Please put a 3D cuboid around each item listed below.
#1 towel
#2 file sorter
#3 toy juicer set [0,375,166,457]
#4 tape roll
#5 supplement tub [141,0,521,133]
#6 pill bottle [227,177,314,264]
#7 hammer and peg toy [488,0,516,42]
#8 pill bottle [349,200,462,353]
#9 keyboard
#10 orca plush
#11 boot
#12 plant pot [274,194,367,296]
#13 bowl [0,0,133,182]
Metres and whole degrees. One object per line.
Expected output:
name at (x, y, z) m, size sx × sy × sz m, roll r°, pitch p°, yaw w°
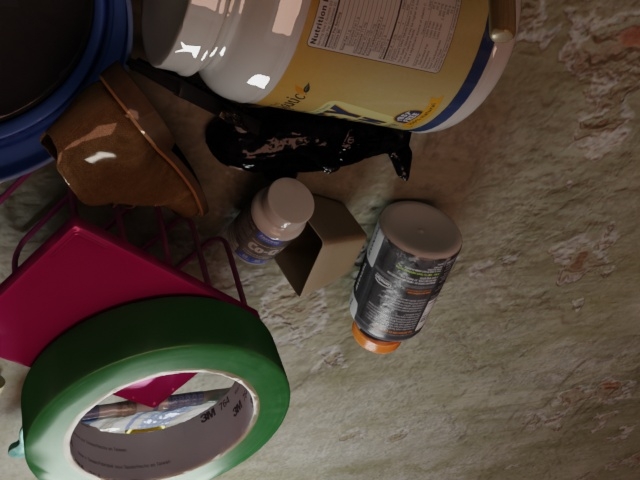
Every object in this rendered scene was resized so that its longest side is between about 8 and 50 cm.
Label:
towel at (-0.259, 0.259, 1.081) m, size 0.284 × 0.034 × 0.209 m, roll -2°, pitch 161°, yaw -28°
file sorter at (-0.261, 0.045, 0.911) m, size 0.202 × 0.182 × 0.290 m, roll -39°, pitch 137°, yaw 16°
toy juicer set at (-0.409, 0.274, 1.152) m, size 0.328 × 0.090 × 0.209 m, roll -5°, pitch 135°, yaw -19°
tape roll at (-0.200, 0.205, 0.910) m, size 0.321 × 0.077 × 0.321 m, roll -14°, pitch 138°, yaw -13°
supplement tub at (0.006, -0.235, 0.705) m, size 0.316 × 0.228 × 0.228 m, roll 5°, pitch 131°, yaw -27°
pill bottle at (-0.066, -0.025, 0.968) m, size 0.078 × 0.078 × 0.137 m, roll 3°, pitch 157°, yaw -26°
hammer and peg toy at (0.049, -0.304, 0.538) m, size 0.361 × 0.266 × 0.127 m, roll -1°, pitch 159°, yaw -26°
pill bottle at (0.120, 0.069, 1.142) m, size 0.130 × 0.131 × 0.246 m, roll -2°, pitch 134°, yaw -22°
keyboard at (-0.119, -0.151, 0.787) m, size 0.023 × 0.108 × 0.180 m, roll -61°, pitch 160°, yaw 7°
orca plush at (0.004, -0.104, 0.933) m, size 0.287 × 0.102 × 0.151 m, roll 11°, pitch 128°, yaw -32°
boot at (-0.207, -0.080, 0.804) m, size 0.115 × 0.112 × 0.305 m, roll -39°, pitch 164°, yaw -5°
plant pot at (0.000, 0.000, 1.046) m, size 0.096 × 0.109 × 0.109 m, roll -8°, pitch 138°, yaw -35°
bowl at (-0.375, -0.217, 0.671) m, size 0.390 × 0.077 × 0.391 m, roll -12°, pitch 138°, yaw -11°
